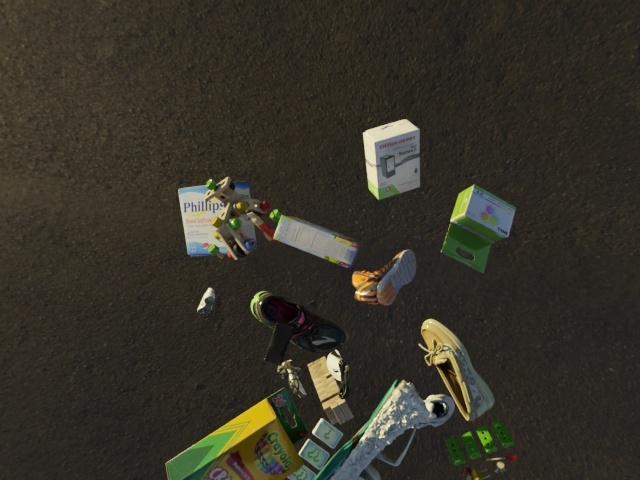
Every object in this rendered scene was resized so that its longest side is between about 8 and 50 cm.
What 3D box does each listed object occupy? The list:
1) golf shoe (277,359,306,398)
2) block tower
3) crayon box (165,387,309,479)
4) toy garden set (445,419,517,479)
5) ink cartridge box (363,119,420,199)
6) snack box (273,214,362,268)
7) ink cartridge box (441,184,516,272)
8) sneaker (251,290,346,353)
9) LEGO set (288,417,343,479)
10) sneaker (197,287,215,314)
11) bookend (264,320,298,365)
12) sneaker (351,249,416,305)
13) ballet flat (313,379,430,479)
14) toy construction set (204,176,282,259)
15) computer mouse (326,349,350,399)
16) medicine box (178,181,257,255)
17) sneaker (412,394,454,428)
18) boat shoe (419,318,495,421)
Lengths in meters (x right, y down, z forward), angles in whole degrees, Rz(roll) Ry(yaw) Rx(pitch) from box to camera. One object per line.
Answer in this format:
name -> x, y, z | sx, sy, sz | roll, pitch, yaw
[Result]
golf shoe -> -0.115, 0.651, 1.938 | 0.094, 0.077, 0.198 | -32, 68, -28
block tower -> 0.033, 0.618, 1.718 | 0.091, 0.335, 0.097 | -27, 109, -6
crayon box -> -0.178, 0.529, 1.001 | 0.319, 0.081, 0.202 | -30, 119, -15
toy garden set -> 0.654, 0.856, 1.633 | 0.244, 0.203, 0.049 | -24, 115, 7
ink cartridge box -> 0.298, -0.332, 1.694 | 0.199, 0.114, 0.272 | -19, 129, -8
snack box -> 0.000, 0.000, 1.074 | 0.207, 0.174, 0.070 | 20, 95, 7
ink cartridge box -> 0.567, -0.039, 1.467 | 0.189, 0.097, 0.255 | 26, 69, -7
sneaker -> -0.098, 0.391, 1.885 | 0.483, 0.202, 0.185 | 26, 77, -10
LEGO set -> 0.051, 0.652, 1.145 | 0.244, 0.060, 0.182 | 39, 72, -1
sneaker -> -0.475, 0.258, 1.722 | 0.054, 0.061, 0.152 | 19, 130, -23
bookend -> -0.156, 0.412, 1.661 | 0.072, 0.156, 0.157 | 18, 81, 6
sneaker -> 0.225, 0.125, 1.522 | 0.180, 0.321, 0.124 | -3, 111, 39
ballet flat -> 0.127, 0.543, 1.040 | 0.147, 0.147, 0.409 | 38, 96, 7
toy construction set -> -0.283, -0.090, 1.371 | 0.237, 0.309, 0.257 | 46, 65, -32
computer mouse -> 0.047, 0.383, 1.217 | 0.042, 0.193, 0.106 | -4, 93, -10
medicine box -> -0.432, -0.092, 1.728 | 0.264, 0.149, 0.289 | -2, 100, 25
sneaker -> 0.427, 0.616, 1.490 | 0.118, 0.292, 0.110 | -33, 62, 34
boat shoe -> 0.365, 0.353, 1.141 | 0.089, 0.104, 0.285 | -25, 68, -22
